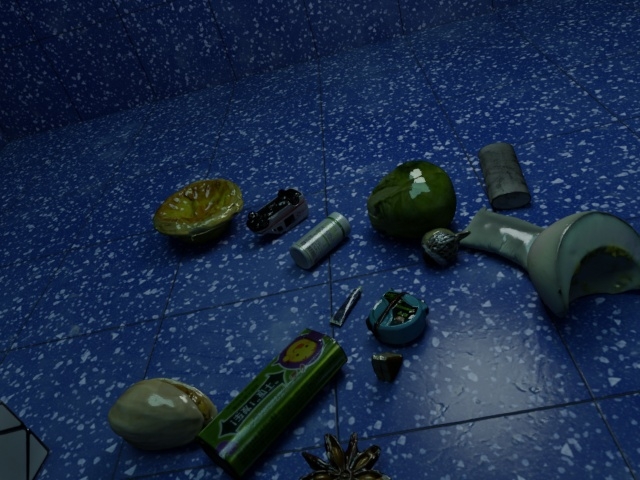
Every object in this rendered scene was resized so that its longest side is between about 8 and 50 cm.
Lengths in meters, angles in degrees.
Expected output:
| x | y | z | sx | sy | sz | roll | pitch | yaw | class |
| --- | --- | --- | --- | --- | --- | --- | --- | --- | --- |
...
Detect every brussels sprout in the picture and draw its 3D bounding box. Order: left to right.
| x | y | z | sx | sy | sz | roll | pitch | yaw | class |
| --- | --- | --- | --- | --- | --- | --- | --- | --- | --- |
| 0.251 | -0.109 | 1.532 | 0.271 | 0.210 | 0.220 | -14 | 53 | 33 | brussels sprout |

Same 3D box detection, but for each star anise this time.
| x | y | z | sx | sy | sz | roll | pitch | yaw | class |
| --- | --- | --- | --- | --- | --- | --- | --- | --- | --- |
| 0.012 | 0.434 | 0.990 | 0.233 | 0.073 | 0.177 | 5 | 46 | 3 | star anise |

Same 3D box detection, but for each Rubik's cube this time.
| x | y | z | sx | sy | sz | roll | pitch | yaw | class |
| --- | --- | --- | --- | --- | --- | --- | --- | --- | --- |
| -0.762 | 0.486 | 1.156 | 0.205 | 0.205 | 0.207 | -7 | 37 | 16 | Rubik's cube |

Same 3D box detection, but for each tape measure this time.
| x | y | z | sx | sy | sz | roll | pitch | yaw | class |
| --- | --- | --- | --- | --- | --- | --- | --- | --- | --- |
| 0.182 | 0.179 | 1.268 | 0.125 | 0.081 | 0.146 | 14 | 46 | 42 | tape measure |

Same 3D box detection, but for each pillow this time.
| x | y | z | sx | sy | sz | roll | pitch | yaw | class |
| --- | --- | --- | --- | --- | --- | --- | --- | --- | --- |
| 0.482 | -0.001 | 1.388 | 0.144 | 0.078 | 0.254 | -44 | 41 | -18 | pillow |

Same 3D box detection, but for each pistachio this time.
| x | y | z | sx | sy | sz | roll | pitch | yaw | class |
| --- | --- | --- | --- | --- | --- | --- | --- | --- | --- |
| -0.344 | 0.380 | 1.177 | 0.229 | 0.157 | 0.157 | -2 | 37 | 13 | pistachio |

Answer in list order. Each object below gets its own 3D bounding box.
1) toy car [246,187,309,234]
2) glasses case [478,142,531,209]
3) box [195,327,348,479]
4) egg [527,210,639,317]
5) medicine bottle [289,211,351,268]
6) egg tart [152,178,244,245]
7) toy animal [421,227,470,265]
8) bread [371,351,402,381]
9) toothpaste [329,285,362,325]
| x | y | z | sx | sy | sz | roll | pitch | yaw | class |
| --- | --- | --- | --- | --- | --- | --- | --- | --- | --- |
| -0.137 | -0.076 | 1.744 | 0.209 | 0.108 | 0.089 | -39 | 42 | -21 | toy car |
| 0.553 | -0.202 | 1.644 | 0.113 | 0.060 | 0.299 | -6 | 37 | 13 | glasses case |
| -0.098 | 0.342 | 1.159 | 0.134 | 0.097 | 0.345 | 10 | 43 | 46 | box |
| 0.563 | 0.045 | 1.203 | 0.270 | 0.207 | 0.161 | -21 | 2 | -20 | egg |
| 0.000 | 0.000 | 1.591 | 0.183 | 0.086 | 0.086 | -39 | 40 | -28 | medicine bottle |
| -0.411 | -0.088 | 1.854 | 0.340 | 0.132 | 0.341 | -13 | 35 | 9 | egg tart |
| 0.325 | 0.017 | 1.412 | 0.137 | 0.098 | 0.098 | -11 | 30 | 43 | toy animal |
| 0.145 | 0.276 | 1.181 | 0.043 | 0.062 | 0.109 | 8 | 0 | 29 | bread |
| 0.071 | 0.165 | 1.390 | 0.037 | 0.021 | 0.140 | 11 | 46 | 34 | toothpaste |
